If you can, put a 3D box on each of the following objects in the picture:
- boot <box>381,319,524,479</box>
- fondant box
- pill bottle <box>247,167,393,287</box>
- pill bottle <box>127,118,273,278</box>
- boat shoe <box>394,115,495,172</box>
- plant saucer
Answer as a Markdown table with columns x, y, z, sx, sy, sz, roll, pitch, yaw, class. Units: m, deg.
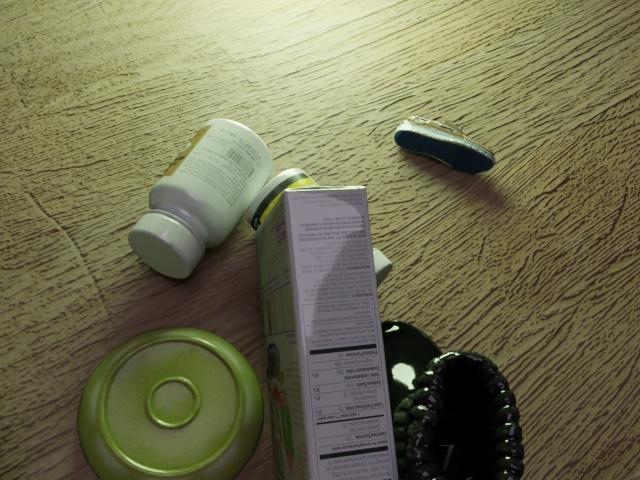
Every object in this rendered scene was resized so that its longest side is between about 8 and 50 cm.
| x | y | z | sx | sy | sz | roll | pitch | yaw | class |
| --- | --- | --- | --- | --- | --- | --- | --- | --- | --- |
| 0.128 | 0.188 | 0.764 | 0.131 | 0.260 | 0.347 | -17 | 50 | -4 | boot |
| -0.005 | 0.124 | 0.761 | 0.096 | 0.238 | 0.330 | -3 | 81 | -13 | fondant box |
| 0.000 | 0.000 | 0.966 | 0.119 | 0.119 | 0.208 | -37 | 72 | -28 | pill bottle |
| -0.177 | -0.062 | 0.960 | 0.131 | 0.131 | 0.229 | 27 | 58 | 5 | pill bottle |
| 0.227 | -0.180 | 1.153 | 0.183 | 0.066 | 0.066 | 22 | 56 | 2 | boat shoe |
| -0.192 | 0.216 | 0.845 | 0.241 | 0.037 | 0.240 | 5 | 59 | -8 | plant saucer |
